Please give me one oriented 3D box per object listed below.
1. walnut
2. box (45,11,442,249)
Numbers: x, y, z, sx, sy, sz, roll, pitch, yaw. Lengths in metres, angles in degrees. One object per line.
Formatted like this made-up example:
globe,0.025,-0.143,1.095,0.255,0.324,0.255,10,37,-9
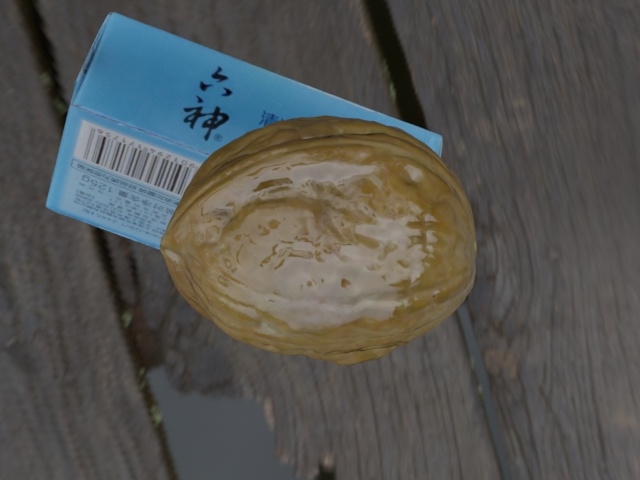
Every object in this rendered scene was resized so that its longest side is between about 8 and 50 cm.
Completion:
walnut,0.000,0.000,0.719,0.124,0.105,0.105,0,104,-10
box,-0.053,-0.044,1.217,0.232,0.142,0.083,19,60,-5
